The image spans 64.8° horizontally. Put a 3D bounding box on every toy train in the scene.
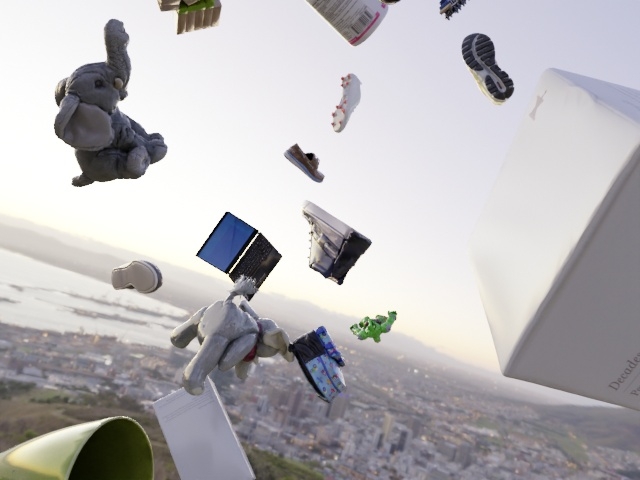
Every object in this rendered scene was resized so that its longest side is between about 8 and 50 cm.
[{"bbox_3d":[0.240,-0.427,0.899,0.027,0.158,0.036,-30,-73,40],"label":"toy train"}]

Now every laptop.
[{"bbox_3d":[-0.320,0.061,1.963,0.264,0.234,0.136,45,15,34],"label":"laptop"}]

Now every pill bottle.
[{"bbox_3d":[0.049,-0.721,1.473,0.283,0.160,0.160,37,-16,-22],"label":"pill bottle"}]

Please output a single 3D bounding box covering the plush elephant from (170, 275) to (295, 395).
[{"bbox_3d":[-0.229,0.286,1.449,0.255,0.330,0.272,43,-6,-34],"label":"plush elephant"}]

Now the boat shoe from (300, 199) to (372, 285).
[{"bbox_3d":[0.000,0.000,1.419,0.127,0.158,0.340,31,3,-29],"label":"boat shoe"}]

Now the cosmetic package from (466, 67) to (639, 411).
[{"bbox_3d":[0.457,0.004,0.670,0.393,0.328,0.329,15,30,-1],"label":"cosmetic package"}]

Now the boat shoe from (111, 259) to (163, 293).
[{"bbox_3d":[-0.596,0.118,1.695,0.095,0.112,0.335,-6,0,-44],"label":"boat shoe"}]

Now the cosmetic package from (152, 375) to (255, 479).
[{"bbox_3d":[-0.399,0.693,1.735,0.217,0.385,0.156,-24,-20,-13],"label":"cosmetic package"}]

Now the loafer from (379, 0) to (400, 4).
[{"bbox_3d":[0.152,-0.581,0.992,0.094,0.088,0.251,3,-39,-2],"label":"loafer"}]

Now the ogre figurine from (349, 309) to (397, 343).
[{"bbox_3d":[0.209,0.343,1.999,0.196,0.097,0.118,-2,20,7],"label":"ogre figurine"}]

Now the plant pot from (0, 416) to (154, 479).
[{"bbox_3d":[-0.555,0.516,1.053,0.293,0.275,0.275,-7,-15,15],"label":"plant pot"}]

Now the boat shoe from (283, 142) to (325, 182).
[{"bbox_3d":[-0.036,-0.248,1.627,0.183,0.066,0.066,31,20,-46],"label":"boat shoe"}]

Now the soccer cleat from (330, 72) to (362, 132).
[{"bbox_3d":[0.087,-0.413,1.534,0.076,0.196,0.068,21,-13,-39],"label":"soccer cleat"}]

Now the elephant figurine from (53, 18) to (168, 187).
[{"bbox_3d":[-0.389,-0.227,0.876,0.169,0.186,0.239,13,-36,33],"label":"elephant figurine"}]

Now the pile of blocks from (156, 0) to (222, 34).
[{"bbox_3d":[-0.307,-0.564,1.046,0.148,0.113,0.362,-22,-2,6],"label":"pile of blocks"}]

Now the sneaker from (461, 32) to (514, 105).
[{"bbox_3d":[0.417,-0.428,1.283,0.081,0.209,0.094,-23,-14,12],"label":"sneaker"}]

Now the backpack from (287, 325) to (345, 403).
[{"bbox_3d":[0.009,0.335,1.338,0.173,0.116,0.158,56,-7,31],"label":"backpack"}]
